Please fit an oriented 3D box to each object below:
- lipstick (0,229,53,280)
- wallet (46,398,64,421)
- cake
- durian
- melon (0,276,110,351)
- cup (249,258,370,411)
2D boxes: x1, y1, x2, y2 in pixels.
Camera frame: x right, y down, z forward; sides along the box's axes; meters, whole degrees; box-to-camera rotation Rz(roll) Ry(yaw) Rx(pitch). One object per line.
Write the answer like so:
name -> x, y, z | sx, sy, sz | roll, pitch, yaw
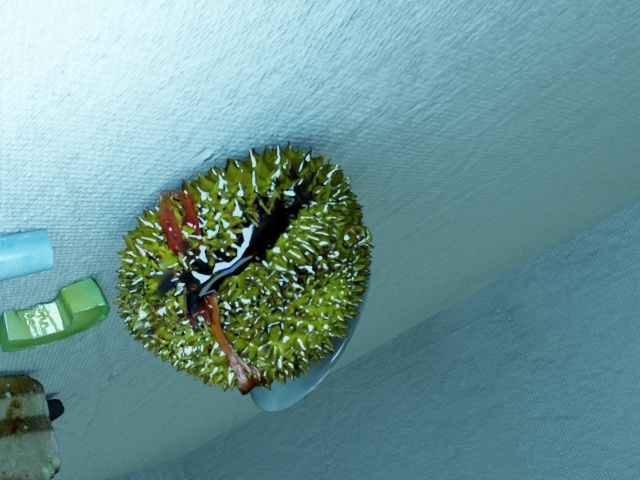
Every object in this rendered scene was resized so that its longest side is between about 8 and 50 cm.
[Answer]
lipstick -> -0.494, 0.037, 1.112 | 0.274, 0.061, 0.068 | -12, 162, -34
wallet -> -0.826, 0.450, 1.981 | 0.228, 0.062, 0.406 | -34, 162, 31
cake -> -0.674, 0.443, 1.753 | 0.199, 0.293, 0.196 | -24, 165, 18
durian -> -0.109, 0.044, 1.223 | 0.384, 0.347, 0.347 | -15, 166, 13
melon -> -0.461, 0.132, 1.466 | 0.209, 0.064, 0.118 | -20, 165, -4
cup -> -0.082, 0.112, 1.516 | 0.163, 0.347, 0.347 | 34, 132, -23
